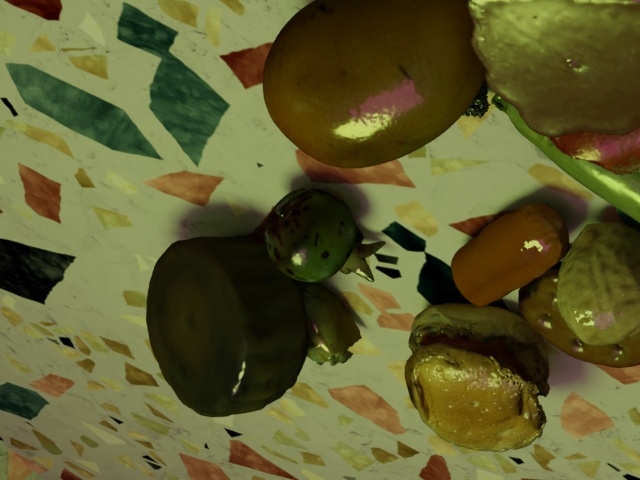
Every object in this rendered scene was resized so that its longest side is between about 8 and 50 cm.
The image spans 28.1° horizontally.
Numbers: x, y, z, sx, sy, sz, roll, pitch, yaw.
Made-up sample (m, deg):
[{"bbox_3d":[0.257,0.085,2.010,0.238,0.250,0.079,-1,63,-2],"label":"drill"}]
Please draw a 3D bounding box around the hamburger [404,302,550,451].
[{"bbox_3d":[0.242,0.201,1.962,0.244,0.163,0.244,14,140,12],"label":"hamburger"}]

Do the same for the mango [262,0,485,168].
[{"bbox_3d":[0.071,-0.202,1.483,0.317,0.173,0.211,-24,81,39],"label":"mango"}]

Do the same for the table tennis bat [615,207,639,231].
[{"bbox_3d":[0.447,-0.047,1.568,0.124,0.033,0.201,33,150,-13],"label":"table tennis bat"}]

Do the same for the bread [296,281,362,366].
[{"bbox_3d":[-0.007,0.125,2.098,0.156,0.103,0.110,22,138,9],"label":"bread"}]

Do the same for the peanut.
[{"bbox_3d":[0.367,0.051,1.629,0.140,0.159,0.109,-21,148,20],"label":"peanut"}]

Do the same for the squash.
[{"bbox_3d":[0.362,-0.092,1.472,0.370,0.118,0.118,35,151,17],"label":"squash"}]

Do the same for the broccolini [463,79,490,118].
[{"bbox_3d":[0.108,-0.181,1.597,0.216,0.058,0.067,5,145,33],"label":"broccolini"}]

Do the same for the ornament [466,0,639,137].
[{"bbox_3d":[0.269,-0.245,1.232,0.221,0.217,0.235,28,149,-1],"label":"ornament"}]

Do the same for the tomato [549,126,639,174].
[{"bbox_3d":[0.358,-0.151,1.344,0.233,0.200,0.139,16,124,-2],"label":"tomato"}]

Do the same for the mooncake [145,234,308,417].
[{"bbox_3d":[-0.142,0.133,2.037,0.290,0.161,0.290,12,105,50],"label":"mooncake"}]

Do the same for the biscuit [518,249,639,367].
[{"bbox_3d":[0.379,0.098,1.794,0.220,0.066,0.220,20,147,13],"label":"biscuit"}]

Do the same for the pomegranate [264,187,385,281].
[{"bbox_3d":[-0.001,-0.007,1.875,0.148,0.148,0.169,-7,172,43],"label":"pomegranate"}]

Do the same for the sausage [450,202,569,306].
[{"bbox_3d":[0.257,0.017,1.745,0.098,0.098,0.238,32,150,-9],"label":"sausage"}]
